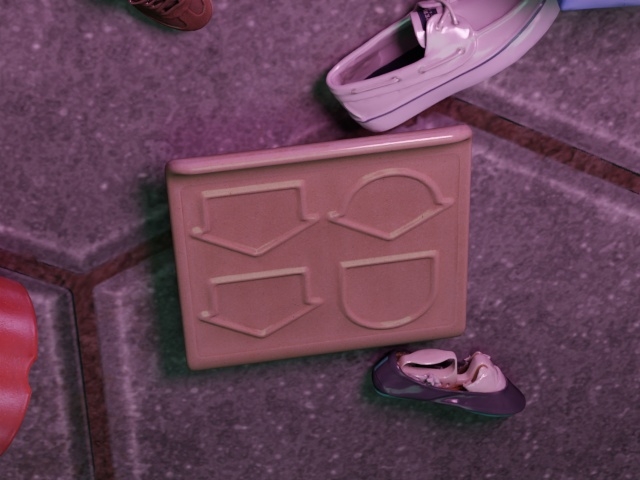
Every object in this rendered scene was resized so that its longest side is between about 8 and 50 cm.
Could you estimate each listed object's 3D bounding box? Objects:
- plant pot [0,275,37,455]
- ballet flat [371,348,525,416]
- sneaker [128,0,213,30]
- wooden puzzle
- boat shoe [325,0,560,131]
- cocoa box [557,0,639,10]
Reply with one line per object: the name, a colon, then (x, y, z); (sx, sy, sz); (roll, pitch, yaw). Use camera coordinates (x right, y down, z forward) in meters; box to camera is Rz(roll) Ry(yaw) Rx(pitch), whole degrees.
plant pot: (-0.453, 0.117, 1.930); (0.265, 0.272, 0.272); (11, 129, -32)
ballet flat: (0.162, 0.164, 2.216); (0.203, 0.074, 0.074); (10, 129, -17)
sneaker: (-0.174, -0.245, 1.764); (0.066, 0.071, 0.188); (-37, 128, 21)
wooden puzzle: (0.000, 0.000, 2.030); (0.322, 0.080, 0.348); (-7, 138, -5)
boat shoe: (0.122, -0.200, 1.852); (0.258, 0.095, 0.084); (-35, 134, 18)
cocoa box: (0.375, -0.358, 1.623); (0.347, 0.228, 0.231); (-5, 158, -8)
